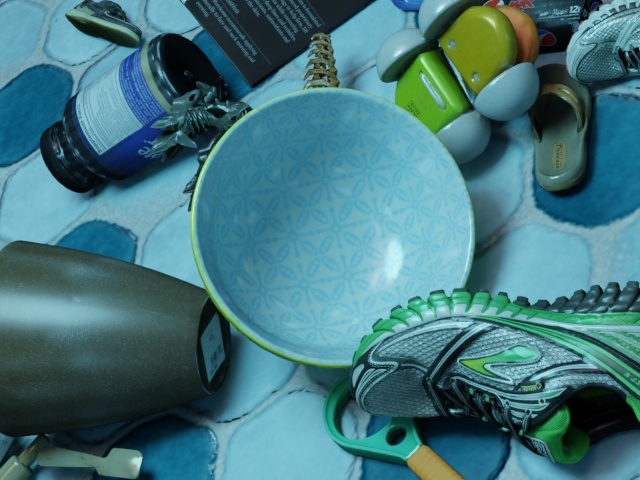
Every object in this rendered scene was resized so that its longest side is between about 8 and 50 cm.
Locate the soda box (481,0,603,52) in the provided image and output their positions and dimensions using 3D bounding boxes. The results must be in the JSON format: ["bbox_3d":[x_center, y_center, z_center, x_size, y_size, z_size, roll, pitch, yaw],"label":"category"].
[{"bbox_3d":[0.228,-0.244,1.976,0.168,0.053,0.060,-2,54,33],"label":"soda box"}]

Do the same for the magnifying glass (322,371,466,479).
[{"bbox_3d":[0.081,0.198,1.733,0.092,0.026,0.231,-45,44,-5],"label":"magnifying glass"}]

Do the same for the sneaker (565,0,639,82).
[{"bbox_3d":[0.359,-0.205,1.830,0.225,0.088,0.093,-15,49,24],"label":"sneaker"}]

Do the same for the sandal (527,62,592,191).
[{"bbox_3d":[0.246,-0.128,1.869,0.072,0.049,0.180,-17,44,22],"label":"sandal"}]

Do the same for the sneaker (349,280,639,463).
[{"bbox_3d":[0.179,0.129,1.640,0.343,0.134,0.146,-7,54,27],"label":"sneaker"}]

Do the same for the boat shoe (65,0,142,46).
[{"bbox_3d":[-0.285,-0.297,2.371,0.152,0.056,0.049,23,75,44],"label":"boat shoe"}]

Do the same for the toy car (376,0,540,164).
[{"bbox_3d":[0.162,-0.182,1.912,0.182,0.136,0.159,-45,72,36],"label":"toy car"}]

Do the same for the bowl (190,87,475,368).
[{"bbox_3d":[0.000,0.000,1.831,0.289,0.289,0.156,-56,3,-17],"label":"bowl"}]

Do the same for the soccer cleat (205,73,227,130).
[{"bbox_3d":[-0.139,-0.171,2.186,0.035,0.029,0.083,-5,58,27],"label":"soccer cleat"}]

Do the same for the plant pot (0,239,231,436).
[{"bbox_3d":[-0.221,0.109,1.907,0.230,0.215,0.215,1,55,16],"label":"plant pot"}]

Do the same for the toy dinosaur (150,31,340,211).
[{"bbox_3d":[-0.053,-0.088,2.008,0.218,0.164,0.322,10,42,23],"label":"toy dinosaur"}]

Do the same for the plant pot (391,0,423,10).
[{"bbox_3d":[0.173,-0.418,2.035,0.236,0.236,0.212,4,52,37],"label":"plant pot"}]

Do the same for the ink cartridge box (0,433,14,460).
[{"bbox_3d":[-0.467,0.227,2.062,0.239,0.060,0.275,-58,40,17],"label":"ink cartridge box"}]

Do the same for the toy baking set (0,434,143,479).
[{"bbox_3d":[-0.298,0.303,1.905,0.256,0.030,0.196,-51,50,-3],"label":"toy baking set"}]

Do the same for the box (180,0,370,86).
[{"bbox_3d":[-0.071,-0.336,2.172,0.203,0.168,0.167,-35,42,5],"label":"box"}]

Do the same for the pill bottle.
[{"bbox_3d":[-0.232,-0.149,2.151,0.219,0.123,0.123,-31,42,28],"label":"pill bottle"}]
